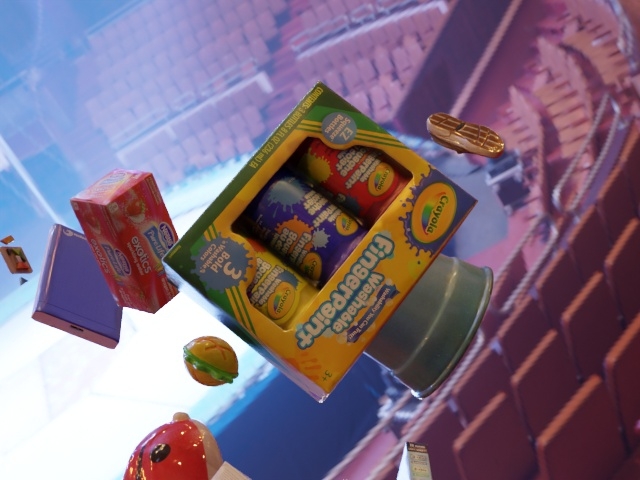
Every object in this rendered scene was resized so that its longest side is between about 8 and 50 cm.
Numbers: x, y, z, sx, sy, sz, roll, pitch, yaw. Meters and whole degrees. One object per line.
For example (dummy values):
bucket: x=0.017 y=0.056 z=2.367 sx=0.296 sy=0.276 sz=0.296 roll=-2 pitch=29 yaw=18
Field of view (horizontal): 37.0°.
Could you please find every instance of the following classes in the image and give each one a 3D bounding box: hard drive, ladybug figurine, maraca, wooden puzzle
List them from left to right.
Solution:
wooden puzzle: x=-0.653 y=0.040 z=2.052 sx=0.014 sy=0.116 sz=0.078 roll=-31 pitch=-1 yaw=15
hard drive: x=-0.575 y=0.106 z=2.321 sx=0.040 sy=0.210 sz=0.319 roll=-50 pitch=28 yaw=29
ladybug figurine: x=-0.335 y=0.597 z=2.071 sx=0.305 sy=0.162 sz=0.449 roll=-17 pitch=67 yaw=44
maraca: x=-0.219 y=0.245 z=1.906 sx=0.099 sy=0.127 sz=0.185 roll=-64 pitch=6 yaw=2

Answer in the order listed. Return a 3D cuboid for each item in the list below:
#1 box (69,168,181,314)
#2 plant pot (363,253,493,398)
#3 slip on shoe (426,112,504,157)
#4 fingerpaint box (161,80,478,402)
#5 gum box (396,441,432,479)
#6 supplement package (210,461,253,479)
box: x=-0.363 y=0.001 z=1.864 sx=0.122 sy=0.257 sz=0.128 roll=8 pitch=37 yaw=40
plant pot: x=0.157 y=0.131 z=2.161 sx=0.341 sy=0.334 sz=0.341 roll=-61 pitch=6 yaw=10
slip on shoe: x=0.215 y=-0.148 z=1.423 sx=0.135 sy=0.041 sz=0.051 roll=27 pitch=51 yaw=33
fingerpaint box: x=0.000 y=0.000 z=1.725 sx=0.445 sy=0.371 sz=0.163 roll=-50 pitch=-6 yaw=-15
gum box: x=0.152 y=0.453 z=1.582 sx=0.041 sy=0.157 sz=0.184 roll=8 pitch=25 yaw=-4
supplement package: x=-0.086 y=0.529 z=1.647 sx=0.204 sy=0.262 sz=0.145 roll=29 pitch=75 yaw=36
